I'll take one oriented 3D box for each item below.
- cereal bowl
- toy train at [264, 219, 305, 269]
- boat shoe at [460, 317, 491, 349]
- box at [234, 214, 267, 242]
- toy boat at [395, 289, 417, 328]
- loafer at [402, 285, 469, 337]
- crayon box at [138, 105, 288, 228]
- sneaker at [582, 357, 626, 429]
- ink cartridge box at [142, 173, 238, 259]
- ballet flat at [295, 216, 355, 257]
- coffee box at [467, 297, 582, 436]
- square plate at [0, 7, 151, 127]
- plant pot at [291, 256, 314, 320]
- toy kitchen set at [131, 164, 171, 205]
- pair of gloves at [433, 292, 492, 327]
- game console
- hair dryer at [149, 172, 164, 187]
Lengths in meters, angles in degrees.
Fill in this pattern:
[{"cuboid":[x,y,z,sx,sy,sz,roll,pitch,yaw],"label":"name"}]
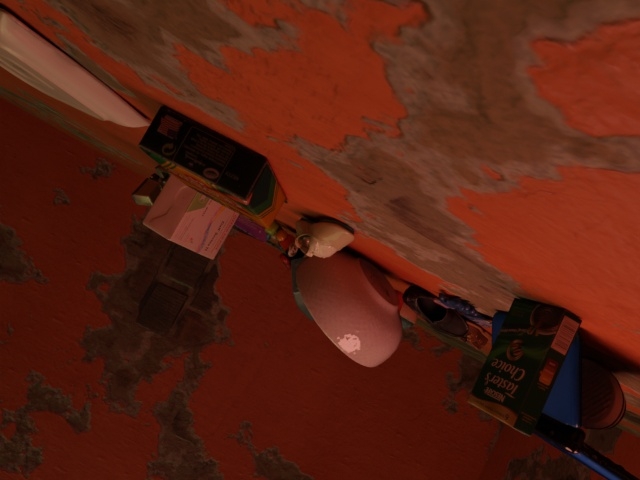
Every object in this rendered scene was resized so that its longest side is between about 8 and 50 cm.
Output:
[{"cuboid":[0.099,0.146,1.378,0.339,0.141,0.339,43,-162,-17],"label":"cereal bowl"},{"cuboid":[-0.113,-0.008,1.635,0.143,0.105,0.248,44,173,11],"label":"toy train"},{"cuboid":[0.435,0.270,1.553,0.178,0.060,0.064,33,173,-39],"label":"boat shoe"},{"cuboid":[-0.352,-0.083,2.224,0.201,0.057,0.293,33,173,-32],"label":"box"},{"cuboid":[0.231,0.253,1.940,0.267,0.148,0.318,29,175,1],"label":"toy boat"},{"cuboid":[0.313,0.198,1.417,0.223,0.076,0.078,34,180,-20],"label":"loafer"},{"cuboid":[-0.175,-0.114,0.985,0.202,0.081,0.318,27,175,7],"label":"crayon box"},{"cuboid":[0.541,0.310,1.099,0.127,0.126,0.321,32,-178,-5],"label":"sneaker"},{"cuboid":[-0.376,-0.070,1.691,0.119,0.207,0.353,28,175,19],"label":"ink cartridge box"},{"cuboid":[0.000,0.000,1.146,0.086,0.086,0.248,30,174,-18],"label":"ballet flat"},{"cuboid":[0.300,0.182,0.795,0.040,0.184,0.113,29,175,-18],"label":"coffee box"},{"cuboid":[-0.534,-0.328,0.973,0.344,0.049,0.347,25,173,25],"label":"square plate"},{"cuboid":[0.000,0.132,1.641,0.165,0.166,0.234,-12,157,16],"label":"plant pot"},{"cuboid":[-0.511,-0.125,1.712,0.122,0.166,0.207,11,141,24],"label":"toy kitchen set"},{"cuboid":[0.354,0.169,1.252,0.198,0.023,0.159,28,173,-9],"label":"pair of gloves"},{"cuboid":[0.433,0.276,0.959,0.250,0.173,0.293,33,175,-5],"label":"game console"},{"cuboid":[-0.468,-0.190,1.896,0.223,0.080,0.293,13,-171,-33],"label":"hair dryer"}]
